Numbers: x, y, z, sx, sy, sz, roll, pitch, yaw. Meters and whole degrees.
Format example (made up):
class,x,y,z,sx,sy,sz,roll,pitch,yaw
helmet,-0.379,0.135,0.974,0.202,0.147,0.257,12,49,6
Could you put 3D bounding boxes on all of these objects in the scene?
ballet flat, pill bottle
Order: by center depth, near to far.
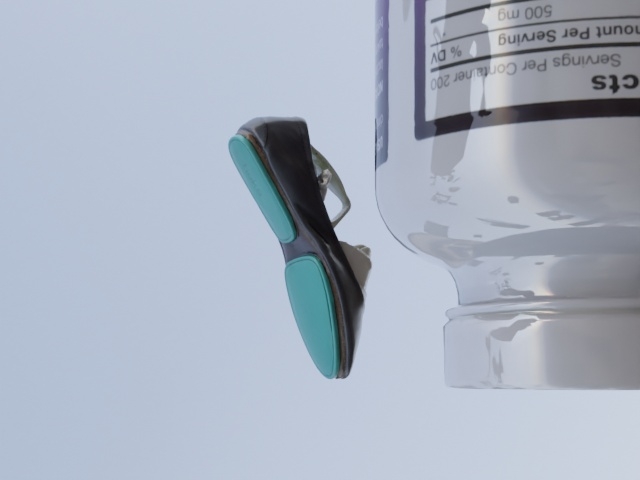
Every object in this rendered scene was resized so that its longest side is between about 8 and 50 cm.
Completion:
class,x,y,z,sx,sy,sz,roll,pitch,yaw
pill bottle,0.112,-0.100,0.482,0.181,0.181,0.323,6,-99,-40
ballet flat,0.000,0.000,0.854,0.074,0.074,0.203,-26,-83,-39
